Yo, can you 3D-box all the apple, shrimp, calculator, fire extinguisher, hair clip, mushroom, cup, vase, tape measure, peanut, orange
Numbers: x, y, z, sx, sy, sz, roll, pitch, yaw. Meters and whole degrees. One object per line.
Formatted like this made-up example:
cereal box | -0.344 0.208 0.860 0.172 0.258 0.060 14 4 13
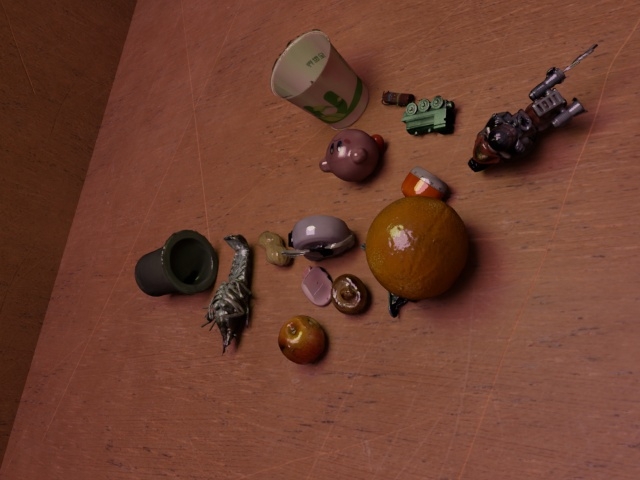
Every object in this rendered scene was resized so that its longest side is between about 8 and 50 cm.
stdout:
apple | -0.059 0.295 1.751 0.146 0.146 0.146 -19 59 36
shrimp | -0.309 0.178 2.028 0.221 0.166 0.410 -13 51 41
calculator | -0.013 0.139 1.854 0.103 0.024 0.166 -53 46 11
fire extinguisher | 0.241 -0.454 1.886 0.132 0.039 0.056 20 76 46
hair clip | 0.185 0.095 1.687 0.083 0.048 0.275 -45 42 20
mushroom | 0.085 0.157 1.716 0.126 0.085 0.109 67 148 22
cup | 0.009 -0.519 1.963 0.253 0.274 0.253 -19 58 34
vase | -0.572 0.102 2.250 0.291 0.245 0.245 -15 62 43
tape measure | -0.004 0.000 1.800 0.196 0.178 0.105 -19 60 36
peanut | -0.161 0.025 2.008 0.082 0.082 0.187 -49 45 14
orange | 0.247 0.014 1.504 0.274 0.274 0.274 -19 59 36

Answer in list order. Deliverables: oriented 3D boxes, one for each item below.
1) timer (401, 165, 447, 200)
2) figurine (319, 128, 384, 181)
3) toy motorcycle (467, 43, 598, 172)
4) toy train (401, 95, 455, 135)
timer | 0.284 -0.136 1.661 0.136 0.099 0.136 -31 50 46
figurine | 0.096 -0.264 1.838 0.173 0.173 0.173 -19 59 36
toy motorcycle | 0.524 -0.304 1.443 0.401 0.207 0.134 -36 79 21
toy train | 0.320 -0.365 1.752 0.170 0.071 0.111 -4 76 42
